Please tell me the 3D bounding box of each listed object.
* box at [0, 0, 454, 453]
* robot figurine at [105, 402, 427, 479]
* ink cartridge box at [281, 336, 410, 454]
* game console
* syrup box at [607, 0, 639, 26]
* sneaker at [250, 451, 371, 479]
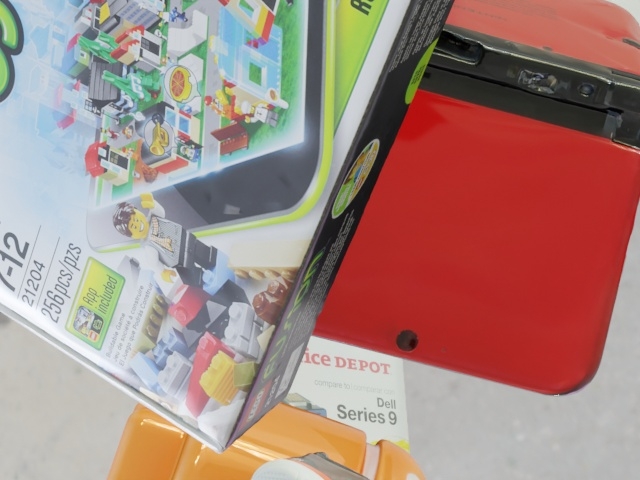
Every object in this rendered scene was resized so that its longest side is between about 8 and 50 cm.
[{"bbox_3d":[-0.029,-0.062,0.358,0.114,0.036,0.207,30,121,14],"label":"box"},{"bbox_3d":[-0.024,0.167,0.980,0.219,0.128,0.158,19,144,-1],"label":"robot figurine"},{"bbox_3d":[-0.013,0.182,1.199,0.154,0.212,0.093,12,154,-37],"label":"ink cartridge box"},{"bbox_3d":[0.022,-0.033,0.471,0.144,0.124,0.085,15,117,-3],"label":"game console"},{"bbox_3d":[0.173,-0.115,1.013,0.093,0.237,0.096,35,84,-12],"label":"syrup box"},{"bbox_3d":[0.039,0.155,0.767,0.065,0.158,0.061,-22,149,-56],"label":"sneaker"}]
